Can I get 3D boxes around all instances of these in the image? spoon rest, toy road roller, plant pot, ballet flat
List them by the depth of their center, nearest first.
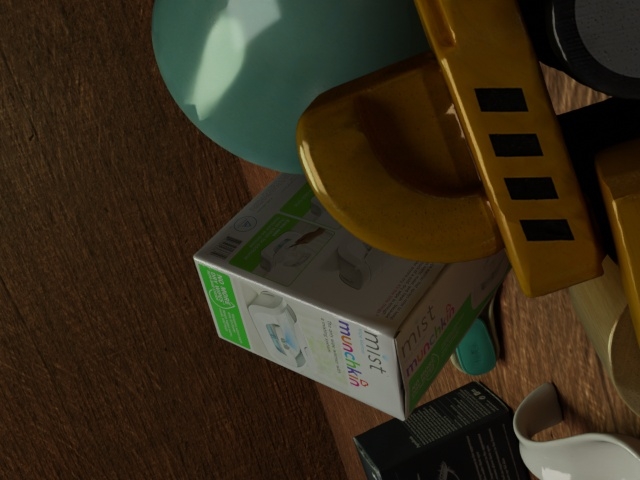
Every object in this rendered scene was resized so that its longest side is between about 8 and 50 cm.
[{"bbox_3d":[0.130,-0.032,0.524,0.202,0.241,0.329,-70,-40,-73],"label":"toy road roller"},{"bbox_3d":[0.006,-0.240,0.775,0.293,0.293,0.235,67,157,11],"label":"plant pot"},{"bbox_3d":[0.274,0.230,0.854,0.276,0.084,0.137,-142,32,-72],"label":"spoon rest"},{"bbox_3d":[0.178,0.069,1.058,0.086,0.086,0.248,-122,14,-46],"label":"ballet flat"}]

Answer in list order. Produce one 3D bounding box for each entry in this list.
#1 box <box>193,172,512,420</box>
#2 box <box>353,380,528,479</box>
[{"bbox_3d":[0.050,0.010,0.853,0.231,0.262,0.126,19,139,29],"label":"box"},{"bbox_3d":[0.172,0.320,1.198,0.108,0.207,0.153,-139,30,-68],"label":"box"}]
